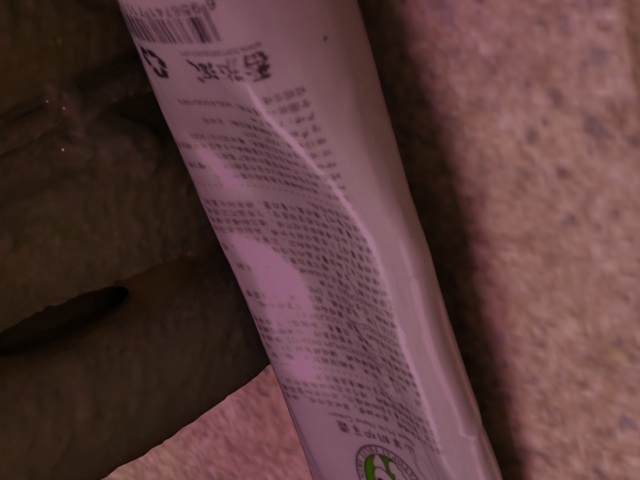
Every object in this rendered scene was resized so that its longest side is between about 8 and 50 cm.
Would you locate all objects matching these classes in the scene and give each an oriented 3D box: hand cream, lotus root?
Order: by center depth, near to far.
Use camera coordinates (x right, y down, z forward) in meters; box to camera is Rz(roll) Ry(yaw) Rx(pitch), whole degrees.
[{"bbox_3d":[-0.168,-0.015,0.535,0.149,0.260,0.267,10,124,41],"label":"lotus root"},{"bbox_3d":[0.000,0.000,0.546,0.121,0.076,0.336,14,133,45],"label":"hand cream"}]
